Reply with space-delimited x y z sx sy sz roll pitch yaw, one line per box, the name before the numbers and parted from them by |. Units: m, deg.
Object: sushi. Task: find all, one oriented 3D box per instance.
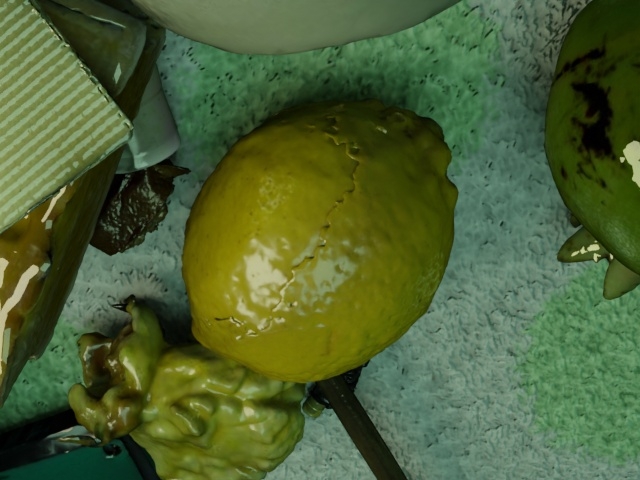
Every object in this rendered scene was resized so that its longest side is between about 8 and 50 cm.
sushi | -0.156 -0.030 0.924 0.055 0.052 0.120 30 113 -23

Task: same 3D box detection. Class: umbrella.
umbrella | 0.029 0.112 1.042 0.037 0.040 0.144 19 118 -31

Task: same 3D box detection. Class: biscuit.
biscuit | -0.215 -0.109 0.659 0.121 0.040 0.199 -36 99 1

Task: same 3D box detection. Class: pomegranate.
pomegranate | 0.285 -0.071 0.860 0.260 0.261 0.341 10 143 -13

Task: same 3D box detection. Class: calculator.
calculator | -0.266 0.288 1.094 0.274 0.058 0.248 -20 120 5

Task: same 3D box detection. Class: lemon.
lemon | 0.000 0.000 0.879 0.204 0.204 0.260 39 102 -25

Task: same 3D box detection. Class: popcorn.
popcorn | -0.110 0.136 0.965 0.195 0.174 0.168 37 152 -30

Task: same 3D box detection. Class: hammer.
hammer | 0.068 0.231 1.066 0.043 0.111 0.365 -25 123 8

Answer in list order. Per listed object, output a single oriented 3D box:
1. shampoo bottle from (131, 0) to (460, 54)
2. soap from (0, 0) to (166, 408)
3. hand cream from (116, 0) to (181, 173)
shampoo bottle | -0.022 -0.282 0.639 0.322 0.322 0.317 -12 131 0
soap | -0.309 -0.081 0.759 0.335 0.156 0.294 22 101 -3
hand cream | -0.181 -0.201 0.814 0.111 0.070 0.312 -12 119 13
